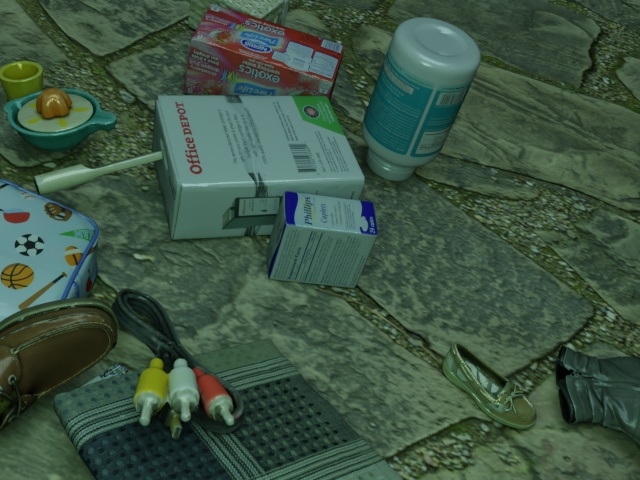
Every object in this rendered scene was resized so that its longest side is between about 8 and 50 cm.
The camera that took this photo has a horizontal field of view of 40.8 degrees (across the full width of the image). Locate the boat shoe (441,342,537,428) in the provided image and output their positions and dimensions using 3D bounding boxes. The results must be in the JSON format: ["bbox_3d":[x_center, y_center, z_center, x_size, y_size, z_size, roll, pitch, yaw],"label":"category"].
[{"bbox_3d":[0.240,0.203,1.207,0.153,0.048,0.056,40,48,20],"label":"boat shoe"}]

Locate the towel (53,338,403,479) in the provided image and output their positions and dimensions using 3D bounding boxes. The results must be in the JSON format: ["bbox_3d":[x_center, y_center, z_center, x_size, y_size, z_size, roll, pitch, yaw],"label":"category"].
[{"bbox_3d":[-0.102,0.249,0.996,0.324,0.056,0.312,-10,38,-40],"label":"towel"}]

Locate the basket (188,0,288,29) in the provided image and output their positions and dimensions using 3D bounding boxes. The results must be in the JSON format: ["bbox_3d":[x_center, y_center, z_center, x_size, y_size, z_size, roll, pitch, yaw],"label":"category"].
[{"bbox_3d":[-0.161,-0.436,1.644,0.167,0.113,0.103,31,50,11],"label":"basket"}]

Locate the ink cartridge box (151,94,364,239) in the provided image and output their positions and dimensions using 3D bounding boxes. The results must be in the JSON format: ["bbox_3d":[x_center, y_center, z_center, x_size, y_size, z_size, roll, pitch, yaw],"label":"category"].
[{"bbox_3d":[-0.106,-0.120,1.349,0.289,0.121,0.211,-3,48,-21],"label":"ink cartridge box"}]

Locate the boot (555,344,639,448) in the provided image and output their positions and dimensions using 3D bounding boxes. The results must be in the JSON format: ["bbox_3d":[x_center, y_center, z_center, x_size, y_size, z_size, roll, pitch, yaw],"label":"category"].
[{"bbox_3d":[0.417,0.256,1.209,0.161,0.083,0.246,4,40,-5],"label":"boot"}]

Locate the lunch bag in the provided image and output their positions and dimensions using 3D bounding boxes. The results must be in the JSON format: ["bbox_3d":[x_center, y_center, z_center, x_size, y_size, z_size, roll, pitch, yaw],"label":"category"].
[{"bbox_3d":[-0.451,0.033,1.096,0.303,0.115,0.243,17,47,-3],"label":"lunch bag"}]

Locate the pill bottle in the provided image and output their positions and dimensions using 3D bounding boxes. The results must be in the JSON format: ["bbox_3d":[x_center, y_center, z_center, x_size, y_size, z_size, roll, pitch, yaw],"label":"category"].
[{"bbox_3d":[0.155,-0.225,1.437,0.146,0.264,0.146,10,45,-10],"label":"pill bottle"}]

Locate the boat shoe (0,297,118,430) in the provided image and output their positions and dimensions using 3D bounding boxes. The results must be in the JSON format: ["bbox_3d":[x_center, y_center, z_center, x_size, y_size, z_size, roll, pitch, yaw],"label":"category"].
[{"bbox_3d":[-0.366,0.168,0.964,0.307,0.111,0.104,-24,36,-13],"label":"boat shoe"}]

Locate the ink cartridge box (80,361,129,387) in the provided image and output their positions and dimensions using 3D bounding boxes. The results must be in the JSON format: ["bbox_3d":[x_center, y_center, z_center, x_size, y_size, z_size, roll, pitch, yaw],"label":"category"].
[{"bbox_3d":[-0.235,0.208,1.057,0.115,0.029,0.063,39,47,19],"label":"ink cartridge box"}]

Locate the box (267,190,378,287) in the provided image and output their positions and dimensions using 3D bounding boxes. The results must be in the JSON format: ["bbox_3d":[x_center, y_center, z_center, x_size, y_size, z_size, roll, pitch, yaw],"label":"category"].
[{"bbox_3d":[0.000,0.000,1.267,0.137,0.126,0.072,7,47,-13],"label":"box"}]

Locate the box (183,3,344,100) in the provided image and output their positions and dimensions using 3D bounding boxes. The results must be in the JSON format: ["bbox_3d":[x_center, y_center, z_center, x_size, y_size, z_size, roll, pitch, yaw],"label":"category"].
[{"bbox_3d":[-0.100,-0.304,1.526,0.256,0.123,0.128,17,44,-2],"label":"box"}]

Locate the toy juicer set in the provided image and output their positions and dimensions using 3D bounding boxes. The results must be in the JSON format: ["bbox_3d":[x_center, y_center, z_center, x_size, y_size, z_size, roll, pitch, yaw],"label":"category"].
[{"bbox_3d":[-0.420,-0.168,1.270,0.329,0.089,0.209,29,46,28],"label":"toy juicer set"}]

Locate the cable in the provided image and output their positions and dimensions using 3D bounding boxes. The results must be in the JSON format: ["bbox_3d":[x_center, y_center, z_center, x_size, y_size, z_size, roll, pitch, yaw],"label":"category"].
[{"bbox_3d":[-0.169,0.135,1.029,0.139,0.072,0.287,9,28,-25],"label":"cable"}]
